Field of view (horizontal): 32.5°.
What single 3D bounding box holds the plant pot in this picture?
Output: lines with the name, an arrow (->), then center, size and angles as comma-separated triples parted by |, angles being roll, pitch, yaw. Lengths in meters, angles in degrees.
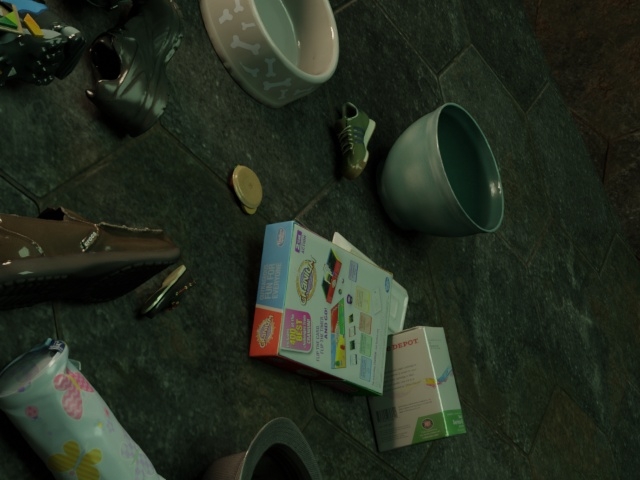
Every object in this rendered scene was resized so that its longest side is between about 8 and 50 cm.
plant pot -> 0.246, -0.131, 2.401 | 0.293, 0.196, 0.293 | 35, 46, -45

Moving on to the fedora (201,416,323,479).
fedora -> -0.095, 0.404, 1.634 | 0.275, 0.124, 0.243 | 65, 32, -25

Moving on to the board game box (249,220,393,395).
board game box -> 0.010, 0.129, 1.968 | 0.317, 0.064, 0.242 | 29, 61, -47

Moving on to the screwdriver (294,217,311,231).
screwdriver -> 0.000, 0.000, 2.112 | 0.170, 0.024, 0.025 | 43, 10, -35

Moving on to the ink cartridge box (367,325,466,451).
ink cartridge box -> 0.173, 0.282, 2.096 | 0.093, 0.154, 0.212 | 5, 68, -57

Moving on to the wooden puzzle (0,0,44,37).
wooden puzzle -> -0.423, -0.297, 1.433 | 0.116, 0.014, 0.078 | 2, 44, -43

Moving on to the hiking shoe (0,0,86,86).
hiking shoe -> -0.468, -0.267, 1.475 | 0.132, 0.113, 0.304 | 46, 32, 20

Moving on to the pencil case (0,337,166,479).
pencil case -> -0.304, 0.256, 1.403 | 0.273, 0.114, 0.124 | 59, 6, -18

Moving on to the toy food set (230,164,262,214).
toy food set -> -0.132, -0.094, 1.956 | 0.083, 0.020, 0.082 | 53, 35, -26

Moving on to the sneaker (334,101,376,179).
sneaker -> 0.057, -0.213, 2.288 | 0.086, 0.064, 0.192 | 44, 39, -25

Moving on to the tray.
tray -> 0.100, 0.105, 2.174 | 0.270, 0.030, 0.145 | 39, 54, -42

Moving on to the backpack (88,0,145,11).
backpack -> -0.336, -0.470, 1.705 | 0.188, 0.144, 0.166 | 44, 38, 12

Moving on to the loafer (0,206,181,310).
loafer -> -0.326, 0.005, 1.483 | 0.366, 0.134, 0.130 | -1, 63, -62

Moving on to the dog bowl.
dog bowl -> -0.088, -0.435, 2.138 | 0.349, 0.102, 0.348 | 34, 47, -46

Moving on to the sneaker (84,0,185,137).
sneaker -> -0.298, -0.306, 1.740 | 0.130, 0.109, 0.286 | 31, 45, -35

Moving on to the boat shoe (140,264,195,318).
boat shoe -> -0.230, 0.084, 1.674 | 0.042, 0.049, 0.133 | 55, 29, -10
